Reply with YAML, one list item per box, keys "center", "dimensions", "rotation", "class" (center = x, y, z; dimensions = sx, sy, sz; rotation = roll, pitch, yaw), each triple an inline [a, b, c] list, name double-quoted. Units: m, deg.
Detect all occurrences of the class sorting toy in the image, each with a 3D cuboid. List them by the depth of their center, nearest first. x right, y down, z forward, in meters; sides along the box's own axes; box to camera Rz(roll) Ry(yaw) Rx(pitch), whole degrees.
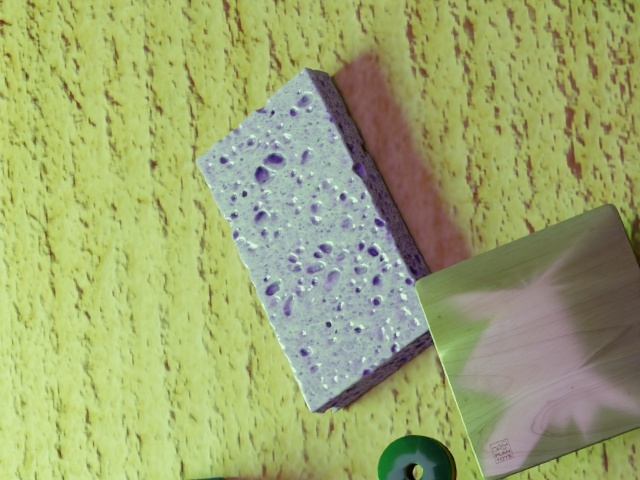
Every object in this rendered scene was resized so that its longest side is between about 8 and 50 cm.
- center: [0.152, 0.061, 1.040]
  dimensions: [0.274, 0.046, 0.132]
  rotation: [-23, 75, 13]
  class: "sorting toy"

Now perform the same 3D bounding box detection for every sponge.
- center: [0.000, 0.000, 1.173]
  dimensions: [0.117, 0.031, 0.210]
  rotation: [-37, 67, 27]
  class: "sponge"

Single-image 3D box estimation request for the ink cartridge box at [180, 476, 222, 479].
- center: [-0.104, 0.231, 1.193]
  dimensions: [0.052, 0.088, 0.122]
  rotation: [-12, 80, 31]
  class: "ink cartridge box"
